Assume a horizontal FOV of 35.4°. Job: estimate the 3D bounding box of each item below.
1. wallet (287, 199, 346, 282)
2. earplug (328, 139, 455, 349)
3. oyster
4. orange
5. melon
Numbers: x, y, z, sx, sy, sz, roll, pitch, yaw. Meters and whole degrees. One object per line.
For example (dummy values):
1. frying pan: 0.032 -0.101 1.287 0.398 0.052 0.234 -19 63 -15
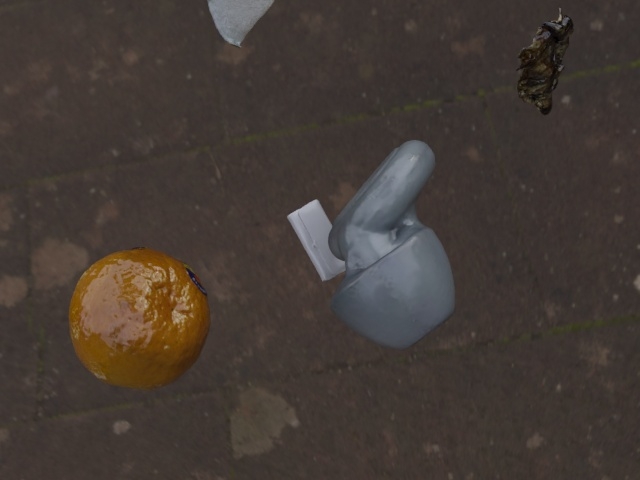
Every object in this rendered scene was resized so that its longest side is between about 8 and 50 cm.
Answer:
1. wallet: 0.000 0.000 1.591 0.061 0.025 0.122 -30 92 -21
2. earplug: 0.104 0.002 1.445 0.175 0.214 0.325 15 54 -19
3. oyster: 0.235 -0.181 1.026 0.029 0.132 0.086 40 94 27
4. orange: -0.222 0.096 1.230 0.155 0.178 0.177 -18 58 30
5. melon: -0.072 -0.317 1.116 0.093 0.139 0.202 7 103 4
